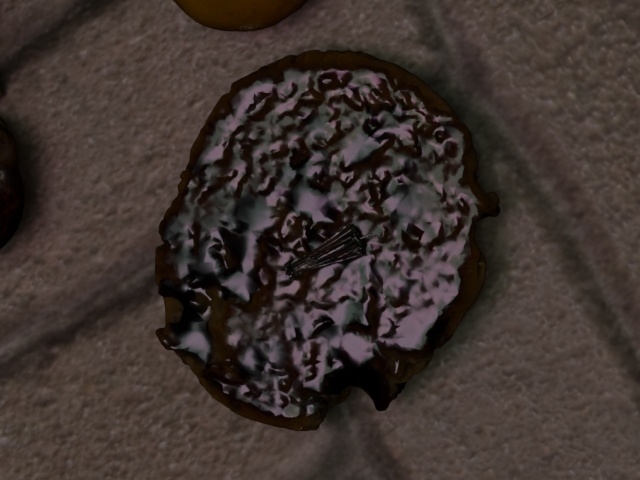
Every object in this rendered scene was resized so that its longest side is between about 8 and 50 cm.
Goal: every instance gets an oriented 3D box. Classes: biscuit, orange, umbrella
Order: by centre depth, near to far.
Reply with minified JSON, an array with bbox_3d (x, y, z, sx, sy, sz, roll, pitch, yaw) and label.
[{"bbox_3d":[0.006,0.010,1.676,0.083,0.020,0.031,-27,80,19],"label":"umbrella"},{"bbox_3d":[-0.073,-0.259,1.713,0.156,0.124,0.156,2,96,16],"label":"orange"},{"bbox_3d":[0.004,0.002,1.725,0.289,0.081,0.334,32,98,14],"label":"biscuit"}]

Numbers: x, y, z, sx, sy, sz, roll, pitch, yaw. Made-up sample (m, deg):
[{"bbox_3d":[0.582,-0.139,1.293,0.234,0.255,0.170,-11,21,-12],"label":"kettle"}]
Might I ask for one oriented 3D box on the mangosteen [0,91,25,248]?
[{"bbox_3d":[-0.343,-0.069,1.799,0.156,0.146,0.181,9,95,20],"label":"mangosteen"}]
